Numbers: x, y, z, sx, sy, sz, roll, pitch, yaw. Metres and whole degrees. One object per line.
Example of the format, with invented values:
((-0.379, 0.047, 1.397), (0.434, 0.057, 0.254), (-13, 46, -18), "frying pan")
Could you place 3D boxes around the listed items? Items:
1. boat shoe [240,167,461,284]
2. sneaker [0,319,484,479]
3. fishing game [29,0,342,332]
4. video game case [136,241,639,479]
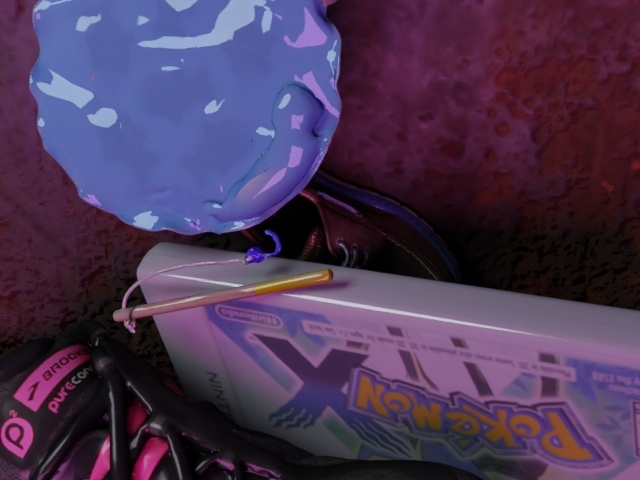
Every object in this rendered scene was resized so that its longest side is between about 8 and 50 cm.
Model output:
((0.000, 0.000, 0.704), (0.183, 0.066, 0.066), (31, 123, -6), "boat shoe")
((-0.114, 0.158, 0.685), (0.482, 0.185, 0.202), (0, 133, 32), "sneaker")
((-0.072, -0.093, 0.647), (0.189, 0.041, 0.264), (-16, 92, 21), "fishing game")
((0.072, 0.141, 0.713), (0.329, 0.036, 0.300), (7, 133, 27), "video game case")
